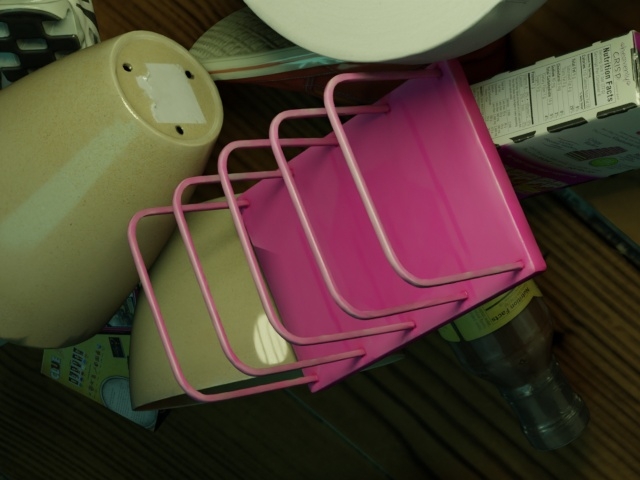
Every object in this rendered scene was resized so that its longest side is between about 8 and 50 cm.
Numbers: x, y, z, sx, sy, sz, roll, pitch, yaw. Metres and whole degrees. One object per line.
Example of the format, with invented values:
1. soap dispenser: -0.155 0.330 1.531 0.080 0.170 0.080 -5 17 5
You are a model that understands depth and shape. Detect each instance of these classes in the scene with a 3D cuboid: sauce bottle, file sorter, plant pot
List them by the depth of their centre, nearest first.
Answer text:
1. file sorter: 0.000 0.000 1.531 0.290 0.182 0.202 -32 74 41
2. plant pot: -0.221 -0.072 1.706 0.256 0.256 0.274 46 127 -8
3. sauce bottle: 0.158 0.057 1.763 0.111 0.111 0.344 -14 116 38
4. plant pot: -0.070 0.055 1.823 0.284 0.284 0.191 -18 79 40

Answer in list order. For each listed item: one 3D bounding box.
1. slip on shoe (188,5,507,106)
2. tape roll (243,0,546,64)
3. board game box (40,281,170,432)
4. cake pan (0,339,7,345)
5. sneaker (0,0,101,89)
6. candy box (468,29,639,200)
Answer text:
1. slip on shoe: 0.021 -0.169 1.669 0.331 0.123 0.101 0 128 26
2. tape roll: 0.058 -0.333 1.413 0.392 0.072 0.392 4 96 37
3. board game box: -0.238 0.100 2.086 0.165 0.042 0.243 27 134 10
4. cake pan: -0.479 0.020 2.124 0.293 0.054 0.293 12 138 11
5. sneaker: -0.274 -0.207 1.829 0.122 0.146 0.330 0 154 -4
6. candy box: 0.220 -0.104 1.564 0.233 0.159 0.071 -14 72 38
